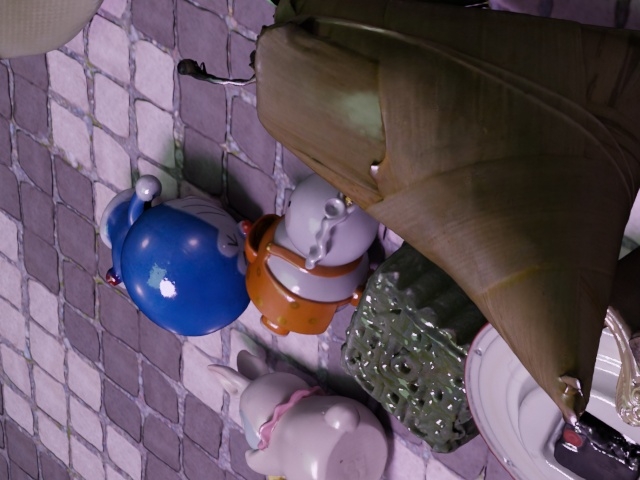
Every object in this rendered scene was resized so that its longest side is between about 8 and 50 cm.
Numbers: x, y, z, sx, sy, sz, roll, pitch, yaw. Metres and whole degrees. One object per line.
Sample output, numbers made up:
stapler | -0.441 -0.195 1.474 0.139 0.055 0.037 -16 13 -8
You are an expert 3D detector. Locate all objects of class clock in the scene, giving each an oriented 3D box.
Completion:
clock | 0.272 0.183 1.675 0.318 0.080 0.318 24 140 22

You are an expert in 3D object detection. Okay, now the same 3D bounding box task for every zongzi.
zongzi | 0.049 -0.057 1.472 0.447 0.418 0.181 10 139 11

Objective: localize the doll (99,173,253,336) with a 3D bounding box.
doll | -0.168 0.021 2.114 0.257 0.161 0.215 29 150 58

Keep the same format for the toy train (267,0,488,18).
toy train | 0.048 -0.275 1.618 0.100 0.161 0.296 29 162 -36

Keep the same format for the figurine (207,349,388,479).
figurine | -0.034 0.225 2.105 0.235 0.127 0.155 24 141 46

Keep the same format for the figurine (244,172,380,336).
figurine | 0.007 0.006 1.893 0.143 0.143 0.271 56 133 7

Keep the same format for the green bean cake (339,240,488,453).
green bean cake | 0.111 0.113 1.867 0.181 0.094 0.173 43 140 21

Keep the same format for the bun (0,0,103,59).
bun | -0.378 -0.336 2.038 0.283 0.283 0.179 126 138 -52

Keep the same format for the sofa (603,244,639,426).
sofa | 0.336 0.017 1.444 0.258 0.200 0.182 -23 98 55
